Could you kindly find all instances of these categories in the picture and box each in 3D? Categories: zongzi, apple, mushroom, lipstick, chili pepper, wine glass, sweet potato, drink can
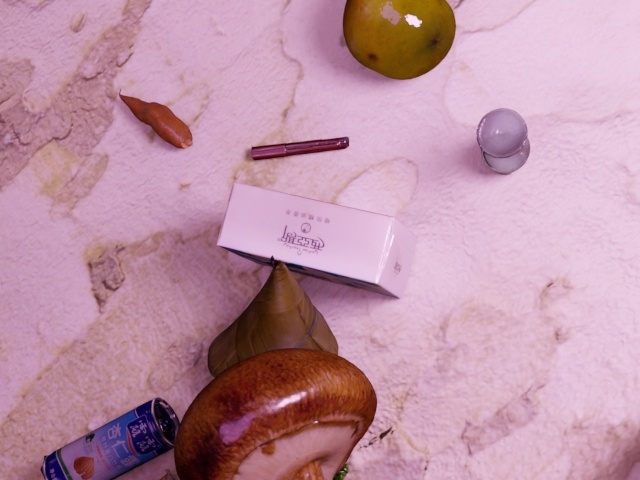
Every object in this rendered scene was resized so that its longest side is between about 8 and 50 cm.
[{"bbox_3d":[-0.113,0.135,1.549,0.228,0.256,0.115,-13,46,18],"label":"zongzi"},{"bbox_3d":[0.126,-0.358,1.581,0.196,0.196,0.157,37,122,17],"label":"apple"},{"bbox_3d":[-0.047,0.326,1.465,0.345,0.345,0.259,-43,59,6],"label":"mushroom"},{"bbox_3d":[-0.035,-0.162,1.681,0.177,0.027,0.027,-5,81,13],"label":"lipstick"},{"bbox_3d":[0.029,0.407,1.584,0.027,0.022,0.083,10,85,50],"label":"chili pepper"},{"bbox_3d":[0.289,-0.150,1.496,0.079,0.195,0.079,-1,85,14],"label":"wine glass"},{"bbox_3d":[-0.303,-0.228,1.753,0.195,0.056,0.056,35,92,22],"label":"sweet potato"},{"bbox_3d":[-0.363,0.366,1.662,0.235,0.097,0.097,-28,76,11],"label":"drink can"}]

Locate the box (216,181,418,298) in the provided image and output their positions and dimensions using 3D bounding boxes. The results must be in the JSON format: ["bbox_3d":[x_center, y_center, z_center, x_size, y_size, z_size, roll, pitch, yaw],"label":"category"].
[{"bbox_3d":[0.000,0.003,1.553,0.274,0.203,0.116,13,85,17],"label":"box"}]

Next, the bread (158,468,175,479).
[{"bbox_3d":[-0.305,0.484,1.608,0.152,0.147,0.127,-26,88,18],"label":"bread"}]
